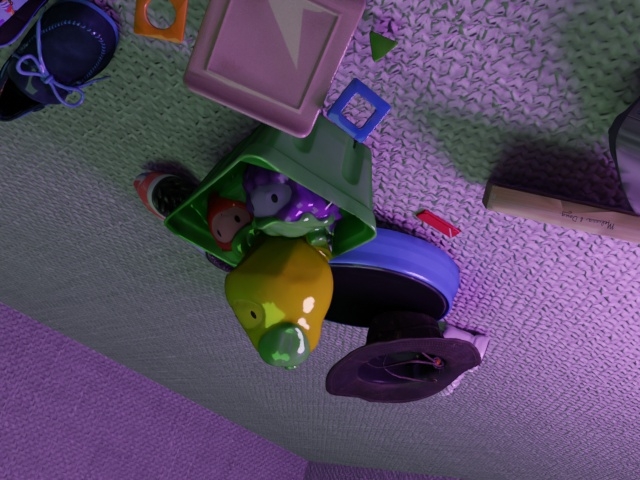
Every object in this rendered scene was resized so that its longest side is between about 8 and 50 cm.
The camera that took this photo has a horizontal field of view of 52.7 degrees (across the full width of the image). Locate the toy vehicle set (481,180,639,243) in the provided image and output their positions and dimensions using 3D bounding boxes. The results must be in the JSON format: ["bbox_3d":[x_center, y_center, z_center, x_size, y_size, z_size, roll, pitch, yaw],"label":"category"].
[{"bbox_3d":[0.375,-0.039,0.943,0.267,0.035,0.166,14,-170,11],"label":"toy vehicle set"}]

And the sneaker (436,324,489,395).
[{"bbox_3d":[0.315,0.296,1.612,0.118,0.110,0.292,25,144,5],"label":"sneaker"}]

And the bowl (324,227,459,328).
[{"bbox_3d":[0.089,0.091,1.341,0.392,0.077,0.391,8,154,4],"label":"bowl"}]

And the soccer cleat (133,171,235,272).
[{"bbox_3d":[-0.266,-0.041,1.384,0.117,0.108,0.318,24,165,44],"label":"soccer cleat"}]

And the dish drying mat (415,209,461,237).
[{"bbox_3d":[0.216,-0.030,1.185,0.083,0.008,0.032,29,151,-18],"label":"dish drying mat"}]

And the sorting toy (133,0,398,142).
[{"bbox_3d":[-0.063,-0.256,0.830,0.348,0.047,0.195,23,109,-7],"label":"sorting toy"}]

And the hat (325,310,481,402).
[{"bbox_3d":[0.159,0.226,1.357,0.332,0.133,0.331,-6,146,-4],"label":"hat"}]

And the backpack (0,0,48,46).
[{"bbox_3d":[-0.464,-0.346,0.869,0.117,0.173,0.158,2,148,29],"label":"backpack"}]

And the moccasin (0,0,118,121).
[{"bbox_3d":[-0.436,-0.267,1.051,0.138,0.116,0.342,35,148,-28],"label":"moccasin"}]

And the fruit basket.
[{"bbox_3d":[-0.090,0.008,1.067,0.283,0.391,0.392,31,149,-22],"label":"fruit basket"}]

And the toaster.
[{"bbox_3d":[0.451,-0.085,0.770,0.146,0.129,0.227,39,173,46],"label":"toaster"}]
